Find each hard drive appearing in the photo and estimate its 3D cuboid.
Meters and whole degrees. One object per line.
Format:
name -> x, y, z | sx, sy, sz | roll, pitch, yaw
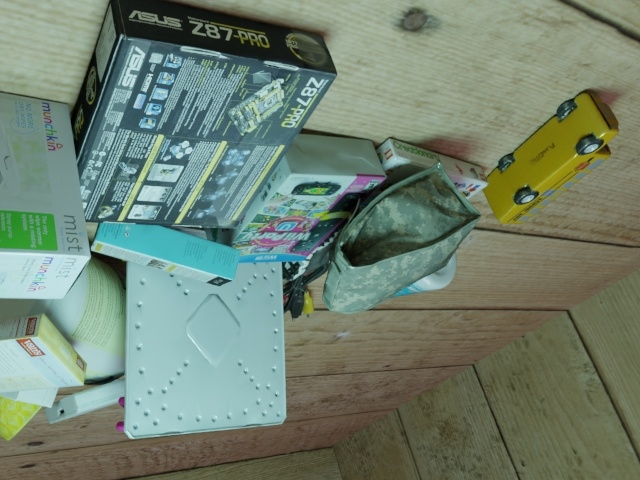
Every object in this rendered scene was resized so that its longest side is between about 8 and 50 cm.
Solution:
hard drive -> -0.385, 0.302, 1.426 | 0.307, 0.040, 0.203 | -11, 169, -39

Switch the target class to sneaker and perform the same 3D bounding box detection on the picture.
sneaker -> 0.000, 0.000, 1.528 | 0.106, 0.078, 0.234 | -10, 150, -47

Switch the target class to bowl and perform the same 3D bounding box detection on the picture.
bowl -> -0.644, 0.273, 1.515 | 0.156, 0.289, 0.289 | 43, 127, -11

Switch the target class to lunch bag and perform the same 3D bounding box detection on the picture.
lunch bag -> 0.125, 0.012, 1.334 | 0.287, 0.169, 0.235 | -28, 161, -19

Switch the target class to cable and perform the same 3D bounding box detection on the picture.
cable -> -0.064, 0.114, 1.755 | 0.139, 0.072, 0.287 | 7, 136, -10

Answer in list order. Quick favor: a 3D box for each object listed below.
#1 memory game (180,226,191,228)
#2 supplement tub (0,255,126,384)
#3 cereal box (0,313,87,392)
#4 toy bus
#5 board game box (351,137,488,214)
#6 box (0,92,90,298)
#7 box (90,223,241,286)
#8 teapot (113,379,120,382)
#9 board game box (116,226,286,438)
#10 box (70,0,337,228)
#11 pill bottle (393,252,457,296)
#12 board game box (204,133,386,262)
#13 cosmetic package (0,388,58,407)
memory game -> -0.261, -0.067, 1.297 | 0.186, 0.012, 0.186 | -14, 153, -8
supplement tub -> -0.487, 0.129, 1.280 | 0.235, 0.235, 0.325 | -23, 153, 10
cereal box -> -0.517, 0.186, 1.091 | 0.240, 0.047, 0.173 | -6, 143, 3
toy bus -> 0.491, -0.165, 1.473 | 0.130, 0.108, 0.332 | 1, 148, -35
board game box -> 0.187, -0.109, 1.451 | 0.305, 0.053, 0.193 | 9, 144, -43
box -> -0.448, -0.062, 0.909 | 0.231, 0.262, 0.127 | 5, 145, -37
box -> -0.272, 0.017, 1.218 | 0.244, 0.060, 0.100 | 18, 164, -19
teapot -> -0.353, 0.302, 1.689 | 0.256, 0.187, 0.252 | -10, 148, 6
board game box -> -0.227, 0.177, 1.376 | 0.050, 0.390, 0.390 | -12, 165, 40
box -> -0.204, -0.165, 1.047 | 0.318, 0.097, 0.395 | 3, 145, -31
pill bottle -> 0.179, 0.059, 1.625 | 0.146, 0.146, 0.264 | 5, 165, -39
board game box -> -0.055, -0.071, 1.313 | 0.224, 0.097, 0.303 | -1, 151, -38
cosmetic package -> -0.626, 0.257, 1.323 | 0.239, 0.060, 0.099 | 10, 165, 23
